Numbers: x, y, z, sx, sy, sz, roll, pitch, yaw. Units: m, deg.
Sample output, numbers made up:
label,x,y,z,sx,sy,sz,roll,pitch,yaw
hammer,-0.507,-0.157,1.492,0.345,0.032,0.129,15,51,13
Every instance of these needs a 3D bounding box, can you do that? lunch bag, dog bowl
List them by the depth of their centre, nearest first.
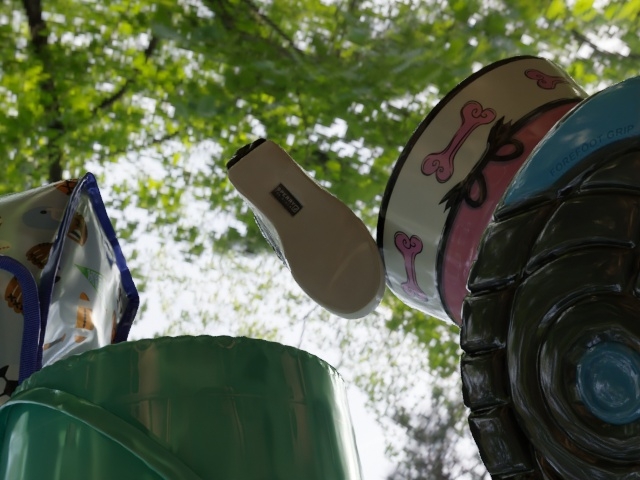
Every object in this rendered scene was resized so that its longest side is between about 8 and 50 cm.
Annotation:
label,x,y,z,sx,sy,sz,roll,pitch,yaw
lunch bag,-0.393,0.114,1.019,0.327,0.239,0.385,-11,-147,7
dog bowl,0.280,-0.041,1.362,0.407,0.408,0.150,-14,-143,-34

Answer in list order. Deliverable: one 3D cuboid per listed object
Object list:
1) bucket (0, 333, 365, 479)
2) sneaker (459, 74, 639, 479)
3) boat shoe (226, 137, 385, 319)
label,x,y,z,sx,sy,sz,roll,pitch,yaw
bucket,-0.092,0.194,0.644,0.281,0.281,0.183,4,-123,-19
sneaker,0.147,0.094,0.449,0.139,0.341,0.125,-9,-161,-40
boat shoe,0.000,0.000,1.389,0.127,0.158,0.341,-37,-124,2
